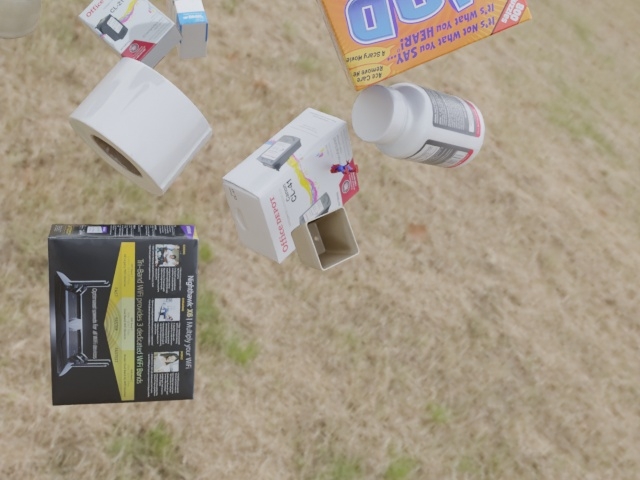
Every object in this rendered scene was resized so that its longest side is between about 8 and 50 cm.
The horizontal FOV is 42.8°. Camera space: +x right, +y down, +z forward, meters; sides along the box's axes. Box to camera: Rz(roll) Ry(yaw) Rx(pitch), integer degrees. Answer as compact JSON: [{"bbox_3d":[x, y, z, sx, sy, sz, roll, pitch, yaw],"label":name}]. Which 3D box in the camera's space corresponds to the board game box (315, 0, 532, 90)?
[{"bbox_3d":[0.162,-0.541,1.659,0.356,0.356,0.356,-93,160,-78],"label":"board game box"}]

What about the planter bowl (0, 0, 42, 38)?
[{"bbox_3d":[-0.609,-0.486,1.568,0.162,0.109,0.162,17,53,-25],"label":"planter bowl"}]

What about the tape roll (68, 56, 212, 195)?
[{"bbox_3d":[-0.369,-0.232,1.683,0.246,0.169,0.246,34,-14,10],"label":"tape roll"}]

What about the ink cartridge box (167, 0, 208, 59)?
[{"bbox_3d":[-0.393,-0.659,2.401,0.086,0.148,0.203,-9,63,-15],"label":"ink cartridge box"}]

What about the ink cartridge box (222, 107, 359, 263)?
[{"bbox_3d":[-0.061,-0.130,1.919,0.131,0.226,0.306,25,56,33],"label":"ink cartridge box"}]

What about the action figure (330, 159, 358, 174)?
[{"bbox_3d":[0.048,-0.163,1.834,0.038,0.030,0.115,-19,11,-19],"label":"action figure"}]

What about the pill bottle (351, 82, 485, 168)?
[{"bbox_3d":[0.228,-0.273,1.924,0.319,0.176,0.176,5,41,-44],"label":"pill bottle"}]

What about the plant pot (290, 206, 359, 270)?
[{"bbox_3d":[0.000,0.000,1.752,0.109,0.096,0.109,-25,98,-35],"label":"plant pot"}]

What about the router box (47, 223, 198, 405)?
[{"bbox_3d":[-0.337,0.127,1.405,0.243,0.308,0.081,1,18,-13],"label":"router box"}]

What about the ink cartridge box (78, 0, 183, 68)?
[{"bbox_3d":[-0.403,-0.452,1.733,0.175,0.127,0.072,41,-4,11],"label":"ink cartridge box"}]
